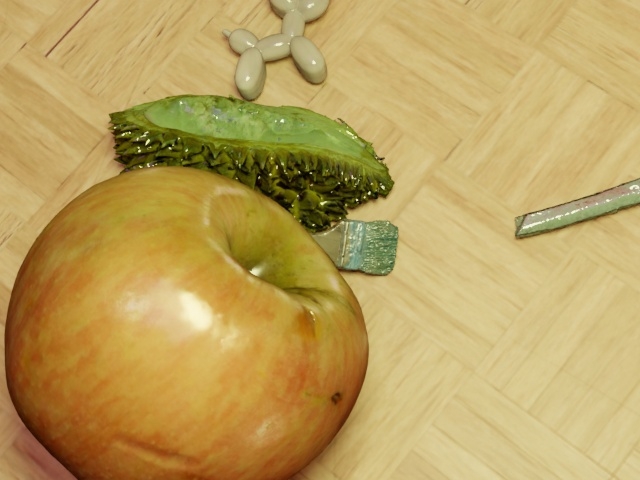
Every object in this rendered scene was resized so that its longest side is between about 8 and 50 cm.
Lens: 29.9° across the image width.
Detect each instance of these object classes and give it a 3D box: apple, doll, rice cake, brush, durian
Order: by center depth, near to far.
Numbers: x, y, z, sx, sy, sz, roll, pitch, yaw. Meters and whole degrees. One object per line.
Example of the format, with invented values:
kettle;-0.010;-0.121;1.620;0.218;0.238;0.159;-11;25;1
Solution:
apple;-0.158;0.114;1.326;0.346;0.391;0.391;-44;66;20
rice cake;0.337;-0.044;1.478;0.208;0.033;0.033;-17;77;4
brush;0.000;0.000;1.484;0.196;0.021;0.070;6;94;-11
durian;-0.099;-0.089;1.555;0.394;0.163;0.198;5;31;7
doll;-0.051;-0.279;1.623;0.161;0.059;0.160;-15;69;5
